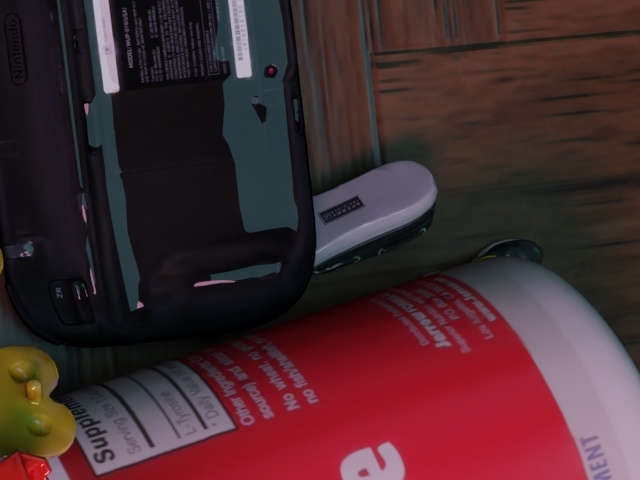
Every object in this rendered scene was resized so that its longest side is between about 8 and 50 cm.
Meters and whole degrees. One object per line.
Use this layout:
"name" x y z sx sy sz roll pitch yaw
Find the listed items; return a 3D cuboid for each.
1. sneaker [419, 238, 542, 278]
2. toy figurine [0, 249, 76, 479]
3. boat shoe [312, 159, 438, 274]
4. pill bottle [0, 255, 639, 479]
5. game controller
"sneaker" 0.094 0.023 1.105 0.083 0.035 0.031 -24 100 -18
"toy figurine" -0.294 0.012 0.875 0.217 0.191 0.362 -36 65 16
"boat shoe" 0.000 0.000 1.065 0.142 0.049 0.040 -20 143 -7
"pill bottle" -0.044 0.169 0.954 0.407 0.229 0.229 -18 97 -19
"game controller" -0.097 -0.105 1.007 0.166 0.067 0.319 -7 94 -10
